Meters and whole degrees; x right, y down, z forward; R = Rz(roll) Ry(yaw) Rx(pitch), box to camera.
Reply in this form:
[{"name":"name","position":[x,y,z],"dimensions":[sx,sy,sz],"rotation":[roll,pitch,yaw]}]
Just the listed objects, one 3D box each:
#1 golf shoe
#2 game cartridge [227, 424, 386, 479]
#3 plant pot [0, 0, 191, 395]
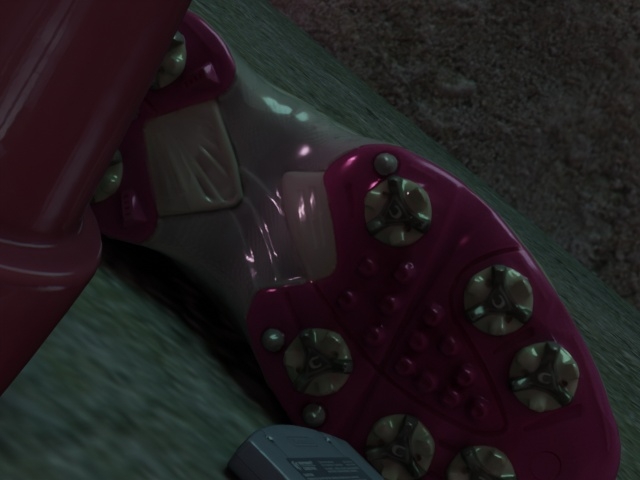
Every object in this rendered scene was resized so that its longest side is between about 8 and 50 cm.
[{"name":"golf shoe","position":[0.000,0.000,0.635],"dimensions":[0.306,0.115,0.140],"rotation":[42,6,11]},{"name":"game cartridge","position":[0.002,0.085,0.520],"dimensions":[0.056,0.017,0.083],"rotation":[47,11,22]},{"name":"plant pot","position":[-0.110,-0.083,0.380],"dimensions":[0.201,0.180,0.201],"rotation":[38,10,-8]}]
